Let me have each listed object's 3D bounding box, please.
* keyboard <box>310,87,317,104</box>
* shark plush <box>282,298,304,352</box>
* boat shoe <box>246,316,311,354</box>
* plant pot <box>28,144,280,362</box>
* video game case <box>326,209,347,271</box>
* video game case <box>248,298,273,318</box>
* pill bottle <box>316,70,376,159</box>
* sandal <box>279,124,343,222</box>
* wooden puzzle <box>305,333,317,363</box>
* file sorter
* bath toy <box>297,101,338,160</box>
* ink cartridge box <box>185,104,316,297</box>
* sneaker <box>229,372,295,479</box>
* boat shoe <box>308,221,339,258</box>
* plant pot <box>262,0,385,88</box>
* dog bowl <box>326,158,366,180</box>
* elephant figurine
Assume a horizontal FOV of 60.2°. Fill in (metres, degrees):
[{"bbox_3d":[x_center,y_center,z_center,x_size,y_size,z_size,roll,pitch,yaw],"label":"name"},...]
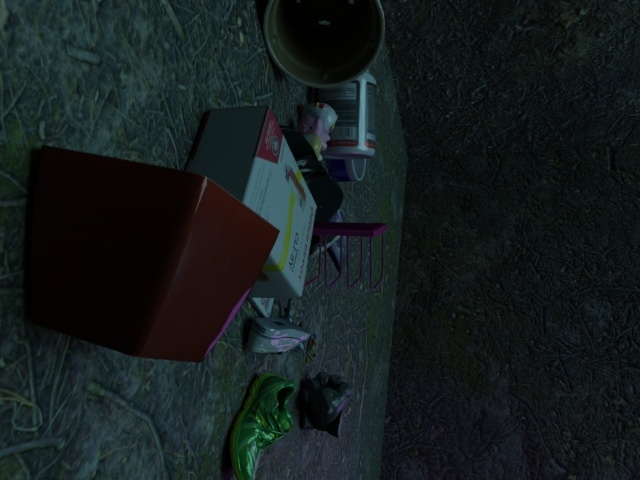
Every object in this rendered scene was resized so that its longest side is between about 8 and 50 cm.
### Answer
[{"bbox_3d":[-0.018,-0.492,1.950,0.072,0.014,0.256,54,39,-62],"label":"keyboard"},{"bbox_3d":[-0.081,0.251,1.624,0.073,0.067,0.161,9,81,-72],"label":"shark plush"},{"bbox_3d":[-0.112,0.264,1.478,0.088,0.096,0.267,-63,159,2],"label":"boat shoe"},{"bbox_3d":[-0.253,0.038,0.800,0.267,0.267,0.236,41,63,-67],"label":"plant pot"},{"bbox_3d":[0.062,-0.021,2.174,0.274,0.026,0.196,60,34,-56],"label":"video game case"},{"bbox_3d":[-0.152,0.112,1.480,0.143,0.019,0.157,66,29,-51],"label":"video game case"},{"bbox_3d":[0.091,-0.475,1.937,0.210,0.210,0.363,-6,97,-73],"label":"pill bottle"},{"bbox_3d":[-0.040,-0.169,1.503,0.167,0.107,0.446,-53,144,2],"label":"sandal"},{"bbox_3d":[-0.027,0.369,1.886,0.078,0.014,0.116,63,31,-56],"label":"wooden puzzle"},{"bbox_3d":[0.039,0.042,1.656,0.202,0.291,0.182,-25,116,-71],"label":"file sorter"},{"bbox_3d":[-0.037,-0.319,1.715,0.151,0.129,0.348,-44,-158,46],"label":"bath toy"},{"bbox_3d":[-0.147,-0.072,1.265,0.384,0.160,0.279,64,30,-55],"label":"ink cartridge box"},{"bbox_3d":[-0.136,0.450,1.344,0.295,0.123,0.109,-72,155,-45],"label":"sneaker"},{"bbox_3d":[0.000,0.000,1.923,0.079,0.084,0.233,49,31,-1],"label":"boat shoe"},{"bbox_3d":[0.013,-0.668,1.618,0.305,0.334,0.334,-88,166,-49],"label":"plant pot"},{"bbox_3d":[0.103,-0.366,2.185,0.265,0.104,0.265,0,90,-73],"label":"dog bowl"},{"bbox_3d":[0.016,0.570,1.814,0.186,0.169,0.239,-14,122,-43],"label":"elephant figurine"}]
